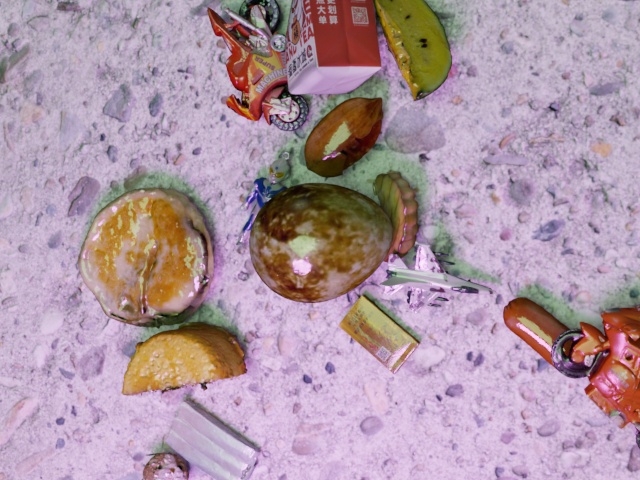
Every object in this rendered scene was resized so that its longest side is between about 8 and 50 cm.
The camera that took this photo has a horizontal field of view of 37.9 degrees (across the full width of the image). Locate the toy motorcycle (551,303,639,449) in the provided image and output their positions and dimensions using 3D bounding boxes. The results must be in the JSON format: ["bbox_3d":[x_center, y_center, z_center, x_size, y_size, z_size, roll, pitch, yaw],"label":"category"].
[{"bbox_3d":[0.598,0.244,1.705,0.325,0.148,0.221,44,101,1],"label":"toy motorcycle"}]

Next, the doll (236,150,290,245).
[{"bbox_3d":[-0.113,-0.084,1.971,0.114,0.057,0.228,22,102,20],"label":"doll"}]

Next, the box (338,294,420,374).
[{"bbox_3d":[0.121,0.193,1.928,0.156,0.022,0.089,39,105,12],"label":"box"}]

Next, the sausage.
[{"bbox_3d":[0.437,0.184,1.797,0.197,0.076,0.076,40,104,13],"label":"sausage"}]

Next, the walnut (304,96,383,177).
[{"bbox_3d":[0.051,-0.213,1.886,0.116,0.116,0.207,45,98,11],"label":"walnut"}]

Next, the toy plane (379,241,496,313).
[{"bbox_3d":[0.228,0.079,1.856,0.234,0.082,0.160,4,115,-4],"label":"toy plane"}]

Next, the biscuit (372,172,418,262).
[{"bbox_3d":[0.160,-0.044,1.876,0.118,0.061,0.183,7,98,59],"label":"biscuit"}]

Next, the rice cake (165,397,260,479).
[{"bbox_3d":[-0.236,0.453,2.053,0.211,0.038,0.124,27,101,14],"label":"rice cake"}]

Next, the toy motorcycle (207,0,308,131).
[{"bbox_3d":[-0.131,-0.361,1.938,0.171,0.089,0.298,-16,89,11],"label":"toy motorcycle"}]

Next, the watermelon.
[{"bbox_3d":[0.169,-0.397,1.814,0.123,0.129,0.301,-29,70,23],"label":"watermelon"}]

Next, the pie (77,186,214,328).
[{"bbox_3d":[-0.379,0.042,2.057,0.339,0.077,0.339,2,95,23],"label":"pie"}]

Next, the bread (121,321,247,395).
[{"bbox_3d":[-0.297,0.251,2.002,0.260,0.160,0.147,-11,84,25],"label":"bread"}]

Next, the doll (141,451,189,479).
[{"bbox_3d":[-0.350,0.577,2.063,0.115,0.105,0.221,12,99,54],"label":"doll"}]

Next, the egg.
[{"bbox_3d":[0.000,0.000,1.842,0.289,0.238,0.238,-17,88,18],"label":"egg"}]

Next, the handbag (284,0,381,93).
[{"bbox_3d":[0.007,-0.447,1.835,0.151,0.171,0.298,-6,82,-23],"label":"handbag"}]
